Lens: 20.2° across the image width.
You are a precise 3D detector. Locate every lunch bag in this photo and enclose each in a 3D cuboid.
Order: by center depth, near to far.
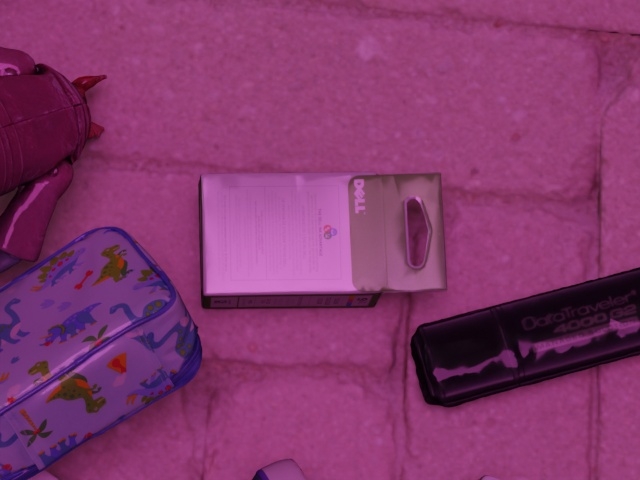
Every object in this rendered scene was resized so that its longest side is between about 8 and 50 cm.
[{"bbox_3d":[-0.216,0.090,1.473,0.219,0.090,0.176,-33,37,-12],"label":"lunch bag"}]

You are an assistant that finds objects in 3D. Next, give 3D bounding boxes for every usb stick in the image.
[{"bbox_3d":[0.215,0.077,1.558,0.278,0.045,0.077,-15,70,-7],"label":"usb stick"}]

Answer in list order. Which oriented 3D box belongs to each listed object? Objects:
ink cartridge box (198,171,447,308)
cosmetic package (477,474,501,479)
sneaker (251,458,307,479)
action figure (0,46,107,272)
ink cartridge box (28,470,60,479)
[{"bbox_3d":[0.000,0.000,1.555,0.209,0.062,0.109,-1,76,-4],"label":"ink cartridge box"},{"bbox_3d":[0.133,0.321,1.472,0.117,0.085,0.231,24,75,3],"label":"cosmetic package"},{"bbox_3d":[-0.097,0.349,1.426,0.236,0.130,0.323,-9,82,-10],"label":"sneaker"},{"bbox_3d":[-0.298,-0.089,1.448,0.370,0.275,0.248,-28,93,-43],"label":"action figure"},{"bbox_3d":[-0.214,0.262,1.478,0.180,0.060,0.104,35,76,6],"label":"ink cartridge box"}]
